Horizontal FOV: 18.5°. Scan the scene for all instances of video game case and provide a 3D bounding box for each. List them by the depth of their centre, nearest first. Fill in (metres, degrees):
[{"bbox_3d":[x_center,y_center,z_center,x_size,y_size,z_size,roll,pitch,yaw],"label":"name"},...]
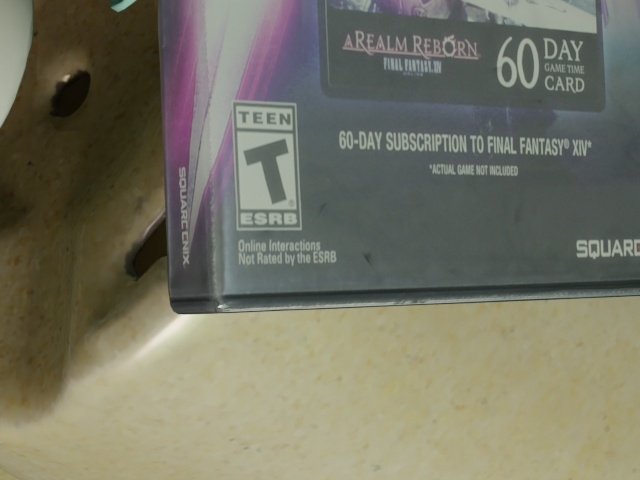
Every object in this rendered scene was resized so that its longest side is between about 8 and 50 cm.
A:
[{"bbox_3d":[0.035,-0.119,0.549,0.196,0.274,0.026,-1,178,-42],"label":"video game case"}]

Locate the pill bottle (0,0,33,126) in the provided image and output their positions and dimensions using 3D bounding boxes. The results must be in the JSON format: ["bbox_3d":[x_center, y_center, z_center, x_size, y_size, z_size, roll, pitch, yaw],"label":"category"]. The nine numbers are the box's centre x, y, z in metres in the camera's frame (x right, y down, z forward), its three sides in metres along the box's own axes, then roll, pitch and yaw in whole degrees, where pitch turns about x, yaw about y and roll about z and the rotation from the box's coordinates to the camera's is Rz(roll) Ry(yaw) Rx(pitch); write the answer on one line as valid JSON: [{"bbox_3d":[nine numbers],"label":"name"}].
[{"bbox_3d":[-0.193,-0.107,0.437,0.176,0.176,0.318,-30,154,8],"label":"pill bottle"}]

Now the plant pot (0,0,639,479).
[{"bbox_3d":[0.000,0.000,0.709,0.334,0.334,0.305,-36,141,19],"label":"plant pot"}]

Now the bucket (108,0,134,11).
[{"bbox_3d":[-0.022,-0.198,0.333,0.183,0.281,0.281,-29,155,-5],"label":"bucket"}]
